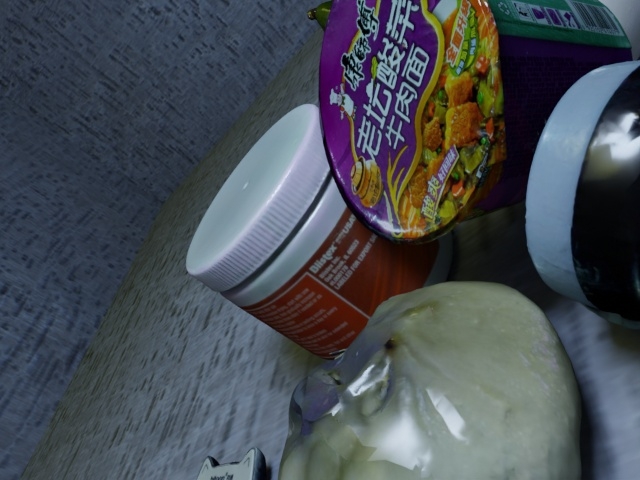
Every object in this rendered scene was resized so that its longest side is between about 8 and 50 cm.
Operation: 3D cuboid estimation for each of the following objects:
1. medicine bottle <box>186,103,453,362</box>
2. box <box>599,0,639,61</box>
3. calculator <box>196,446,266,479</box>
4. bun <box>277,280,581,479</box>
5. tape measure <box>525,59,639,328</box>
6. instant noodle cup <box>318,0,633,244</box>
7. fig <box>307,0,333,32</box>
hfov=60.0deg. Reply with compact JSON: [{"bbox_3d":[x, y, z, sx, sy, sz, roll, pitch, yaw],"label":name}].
[{"bbox_3d":[0.000,0.000,0.699,0.252,0.241,0.252,-43,25,26],"label":"medicine bottle"},{"bbox_3d":[0.286,-0.289,0.686,0.349,0.141,0.288,-58,20,-11],"label":"box"},{"bbox_3d":[-0.140,0.391,0.665,0.177,0.040,0.268,-30,32,45],"label":"calculator"},{"bbox_3d":[0.072,0.147,0.442,0.273,0.168,0.273,-43,17,16],"label":"bun"},{"bbox_3d":[0.223,-0.035,0.382,0.107,0.181,0.182,20,73,54],"label":"tape measure"},{"bbox_3d":[0.137,-0.131,0.503,0.251,0.190,0.251,30,125,56],"label":"instant noodle cup"},{"bbox_3d":[0.086,-0.464,1.230,0.195,0.244,0.195,-60,8,13],"label":"fig"}]
